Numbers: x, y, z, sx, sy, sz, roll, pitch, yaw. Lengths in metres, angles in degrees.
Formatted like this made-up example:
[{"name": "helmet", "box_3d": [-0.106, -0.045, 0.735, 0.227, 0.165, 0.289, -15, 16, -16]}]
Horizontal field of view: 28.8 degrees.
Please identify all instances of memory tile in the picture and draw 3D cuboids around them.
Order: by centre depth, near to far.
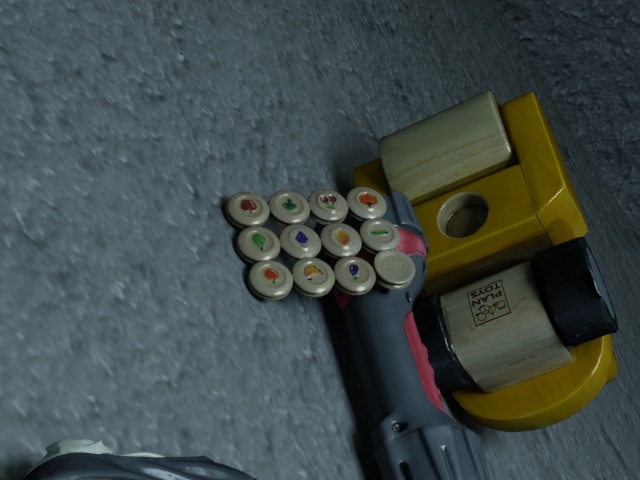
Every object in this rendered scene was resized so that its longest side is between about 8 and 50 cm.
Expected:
[{"name": "memory tile", "box_3d": [0.000, 0.000, 1.050, 0.148, 0.012, 0.113, -4, 53, -22]}]

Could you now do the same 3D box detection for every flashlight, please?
[{"name": "flashlight", "box_3d": [0.074, 0.098, 1.066, 0.103, 0.103, 0.304, 67, 5, -54]}]

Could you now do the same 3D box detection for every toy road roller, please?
[{"name": "toy road roller", "box_3d": [0.183, 0.038, 1.266, 0.240, 0.202, 0.330, 49, 23, -50]}]

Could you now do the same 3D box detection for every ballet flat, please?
[{"name": "ballet flat", "box_3d": [-0.110, 0.140, 0.666, 0.203, 0.074, 0.074, 13, 46, -51]}]
